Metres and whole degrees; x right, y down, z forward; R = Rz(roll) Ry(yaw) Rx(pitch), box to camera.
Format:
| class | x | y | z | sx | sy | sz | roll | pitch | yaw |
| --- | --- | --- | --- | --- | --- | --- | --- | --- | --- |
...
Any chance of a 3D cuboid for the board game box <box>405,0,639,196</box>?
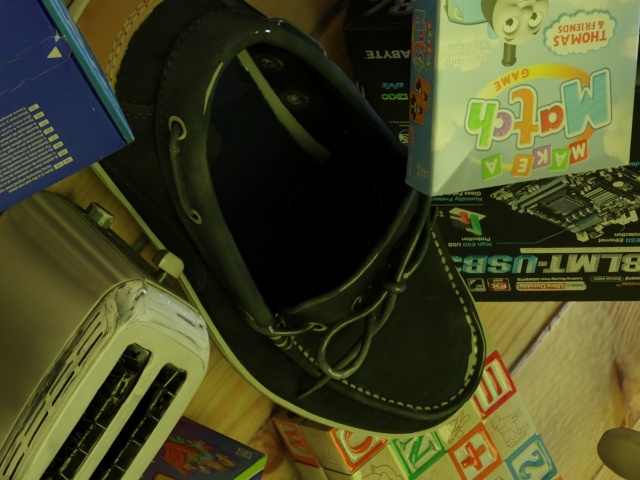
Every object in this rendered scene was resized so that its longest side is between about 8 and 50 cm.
| class | x | y | z | sx | sy | sz | roll | pitch | yaw |
| --- | --- | --- | --- | --- | --- | --- | --- | --- | --- |
| board game box | 0.134 | -0.143 | 1.224 | 0.160 | 0.039 | 0.211 | -10 | 113 | -27 |

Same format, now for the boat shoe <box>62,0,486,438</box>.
| class | x | y | z | sx | sy | sz | roll | pitch | yaw |
| --- | --- | --- | --- | --- | --- | --- | --- | --- | --- |
| boat shoe | 0.000 | 0.000 | 1.308 | 0.187 | 0.156 | 0.500 | -56 | 136 | -16 |

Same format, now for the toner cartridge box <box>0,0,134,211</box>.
| class | x | y | z | sx | sy | sz | roll | pitch | yaw |
| --- | --- | --- | --- | --- | --- | --- | --- | --- | --- |
| toner cartridge box | -0.287 | -0.042 | 0.967 | 0.347 | 0.075 | 0.165 | -27 | 139 | -1 |

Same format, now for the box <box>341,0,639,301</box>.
| class | x | y | z | sx | sy | sz | roll | pitch | yaw |
| --- | --- | --- | --- | --- | --- | --- | --- | --- | --- |
| box | 0.187 | -0.073 | 1.411 | 0.293 | 0.295 | 0.073 | 72 | 24 | -45 |

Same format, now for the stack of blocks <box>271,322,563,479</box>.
| class | x | y | z | sx | sy | sz | roll | pitch | yaw |
| --- | --- | --- | --- | --- | --- | --- | --- | --- | --- |
| stack of blocks | 0.107 | 0.220 | 1.576 | 0.171 | 0.087 | 0.297 | -38 | 112 | -25 |

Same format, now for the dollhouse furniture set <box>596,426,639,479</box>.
| class | x | y | z | sx | sy | sz | roll | pitch | yaw |
| --- | --- | --- | --- | --- | --- | --- | --- | --- | --- |
| dollhouse furniture set | 0.342 | 0.044 | 1.712 | 0.362 | 0.256 | 0.394 | -55 | 161 | -28 |

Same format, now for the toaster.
| class | x | y | z | sx | sy | sz | roll | pitch | yaw |
| --- | --- | --- | --- | --- | --- | --- | --- | --- | --- |
| toaster | -0.178 | 0.089 | 1.222 | 0.227 | 0.146 | 0.129 | -56 | 141 | -3 |

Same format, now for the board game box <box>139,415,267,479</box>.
| class | x | y | z | sx | sy | sz | roll | pitch | yaw |
| --- | --- | --- | --- | --- | --- | --- | --- | --- | --- |
| board game box | -0.169 | 0.286 | 1.321 | 0.347 | 0.078 | 0.233 | -28 | 138 | -65 |
